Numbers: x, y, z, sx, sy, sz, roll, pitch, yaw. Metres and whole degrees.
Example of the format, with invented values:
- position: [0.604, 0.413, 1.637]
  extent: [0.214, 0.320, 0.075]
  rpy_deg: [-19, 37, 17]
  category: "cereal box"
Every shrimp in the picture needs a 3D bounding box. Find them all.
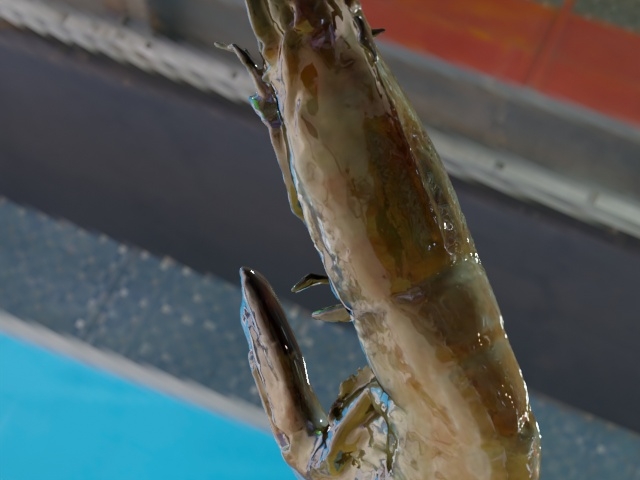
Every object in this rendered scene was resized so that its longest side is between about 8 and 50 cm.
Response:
- position: [0.000, 0.000, 0.786]
  extent: [0.169, 0.058, 0.296]
  rpy_deg: [-13, -83, 53]
  category: "shrimp"
